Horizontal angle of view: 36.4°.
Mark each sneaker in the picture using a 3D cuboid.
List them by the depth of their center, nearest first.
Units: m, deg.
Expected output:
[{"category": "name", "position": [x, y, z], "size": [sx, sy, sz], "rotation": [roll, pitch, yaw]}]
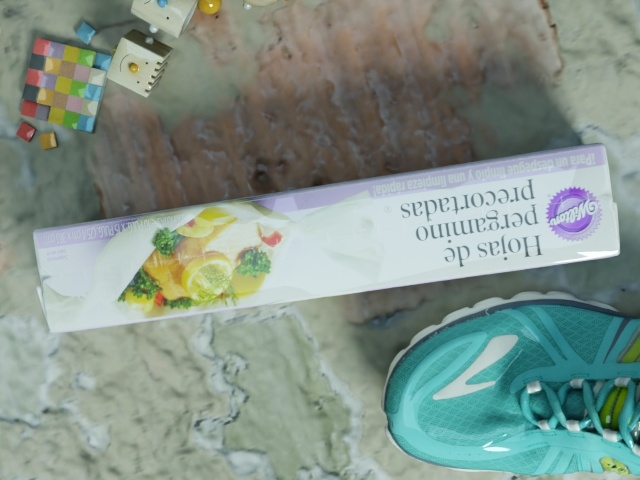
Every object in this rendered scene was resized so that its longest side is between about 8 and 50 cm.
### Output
[{"category": "sneaker", "position": [0.169, 0.084, 0.521], "size": [0.275, 0.110, 0.107], "rotation": [-2, 93, 8]}]

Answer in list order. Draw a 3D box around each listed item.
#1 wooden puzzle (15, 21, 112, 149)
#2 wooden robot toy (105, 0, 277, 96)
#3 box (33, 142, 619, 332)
[{"category": "wooden puzzle", "position": [-0.159, -0.096, 0.605], "size": [0.049, 0.006, 0.083], "rotation": [15, 95, 6]}, {"category": "wooden robot toy", "position": [-0.054, -0.154, 0.560], "size": [0.079, 0.076, 0.173], "rotation": [28, 96, -6]}, {"category": "box", "position": [0.000, 0.000, 0.560], "size": [0.324, 0.067, 0.063], "rotation": [-8, 93, 7]}]
